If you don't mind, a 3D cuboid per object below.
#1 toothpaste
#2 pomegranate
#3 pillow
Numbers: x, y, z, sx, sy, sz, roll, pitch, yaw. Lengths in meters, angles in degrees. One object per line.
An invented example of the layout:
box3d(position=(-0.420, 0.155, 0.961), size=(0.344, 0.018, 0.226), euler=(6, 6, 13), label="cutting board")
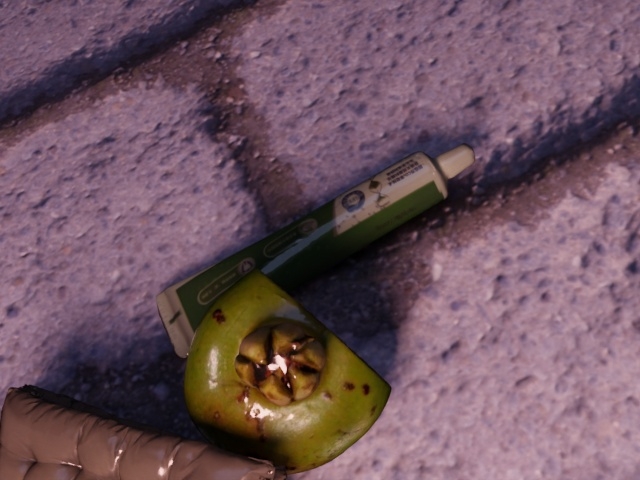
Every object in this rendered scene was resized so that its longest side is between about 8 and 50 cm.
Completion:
box3d(position=(0.000, 0.000, 1.395), size=(0.392, 0.061, 0.099), euler=(-30, 49, 0), label="toothpaste")
box3d(position=(-0.037, 0.144, 1.195), size=(0.159, 0.190, 0.241), euler=(-49, 23, -8), label="pomegranate")
box3d(position=(-0.193, 0.276, 1.171), size=(0.326, 0.101, 0.228), euler=(11, 83, 29), label="pillow")
